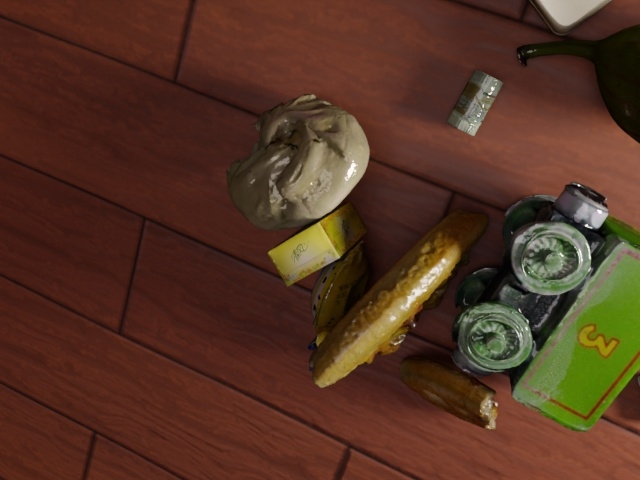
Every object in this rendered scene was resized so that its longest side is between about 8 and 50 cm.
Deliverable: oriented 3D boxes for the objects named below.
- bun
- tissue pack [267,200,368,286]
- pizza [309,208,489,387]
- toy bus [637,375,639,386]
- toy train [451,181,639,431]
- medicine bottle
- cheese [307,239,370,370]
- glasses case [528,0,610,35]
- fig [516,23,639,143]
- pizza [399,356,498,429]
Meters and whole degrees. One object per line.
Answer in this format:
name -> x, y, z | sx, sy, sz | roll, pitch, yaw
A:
bun -> -0.046, -0.123, 0.873 | 0.237, 0.210, 0.116 | -18, 140, 26
tissue pack -> 0.000, 0.000, 0.903 | 0.095, 0.176, 0.062 | -29, 92, 22
pizza -> 0.117, 0.075, 0.834 | 0.087, 0.268, 0.258 | 42, 116, 14
toy bus -> 0.498, 0.240, 0.879 | 0.037, 0.031, 0.083 | -13, 99, 28
toy train -> 0.333, 0.088, 0.824 | 0.249, 0.173, 0.307 | 28, 110, 3
medicine bottle -> 0.220, -0.197, 0.852 | 0.047, 0.047, 0.083 | 31, 110, 9
cheese -> 0.022, 0.107, 0.944 | 0.064, 0.156, 0.250 | 27, 125, 19
glasses case -> 0.395, -0.403, 0.731 | 0.313, 0.070, 0.131 | -37, 90, 23
fig -> 0.395, -0.225, 0.771 | 0.259, 0.151, 0.151 | 40, 115, 35
pizza -> 0.223, 0.245, 0.930 | 0.161, 0.182, 0.062 | 44, 70, -15
